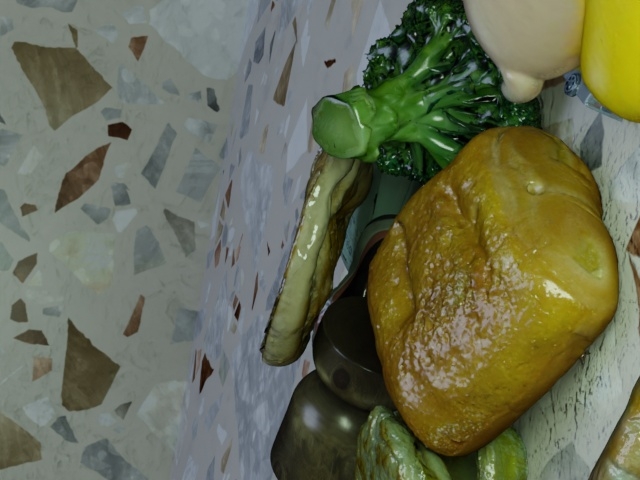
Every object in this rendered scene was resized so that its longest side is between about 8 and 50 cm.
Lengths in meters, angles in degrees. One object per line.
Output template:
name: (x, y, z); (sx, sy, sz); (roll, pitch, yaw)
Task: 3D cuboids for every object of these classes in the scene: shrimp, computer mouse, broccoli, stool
shrimp: (0.334, 0.126, 1.370); (0.317, 0.077, 0.168); (-59, -6, 9)
computer mouse: (0.102, -0.074, 2.258); (0.159, 0.097, 0.288); (-115, 31, -52)
broccoli: (0.144, -0.166, 1.872); (0.297, 0.297, 0.298); (26, 127, 41)
stool: (0.047, 0.236, 2.094); (0.179, 0.179, 0.264); (-103, 29, -54)

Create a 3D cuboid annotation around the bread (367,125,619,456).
bread: (0.180, 0.051, 1.690); (0.337, 0.148, 0.328); (-48, 28, 32)

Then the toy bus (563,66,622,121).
toy bus: (0.312, -0.208, 1.698); (0.075, 0.064, 0.190); (-59, 23, 21)

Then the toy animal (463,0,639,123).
toy animal: (0.323, -0.260, 1.466); (0.345, 0.246, 0.278); (-31, 82, 54)

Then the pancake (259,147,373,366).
pancake: (0.000, 0.001, 2.065); (0.387, 0.082, 0.387); (18, -90, -86)

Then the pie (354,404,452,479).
pie: (0.105, 0.296, 1.736); (0.248, 0.090, 0.201); (-131, 35, -63)

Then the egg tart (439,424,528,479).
egg tart: (0.190, 0.286, 1.763); (0.197, 0.078, 0.197); (-172, 90, -74)

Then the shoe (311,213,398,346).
shoe: (0.084, 0.101, 2.197); (0.137, 0.114, 0.291); (-106, 34, -46)
